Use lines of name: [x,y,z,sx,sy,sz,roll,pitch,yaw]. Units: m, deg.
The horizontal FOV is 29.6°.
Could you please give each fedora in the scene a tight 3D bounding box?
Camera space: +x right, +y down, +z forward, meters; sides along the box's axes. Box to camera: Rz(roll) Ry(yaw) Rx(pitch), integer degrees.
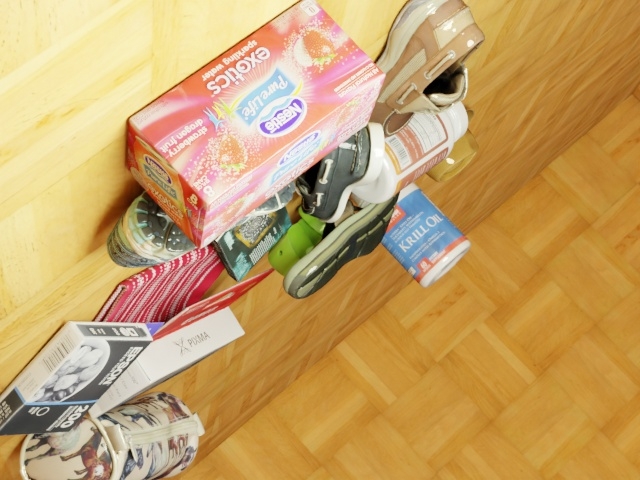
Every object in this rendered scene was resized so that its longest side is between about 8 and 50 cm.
fedora: [0.252,-0.174,2.390,0.194,0.079,0.194,-42,169,-10]

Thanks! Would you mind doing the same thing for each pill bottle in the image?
pill bottle: [0.134,-0.157,1.925,0.216,0.121,0.121,-35,167,-35]
pill bottle: [0.161,-0.031,2.235,0.124,0.221,0.124,-42,169,-10]

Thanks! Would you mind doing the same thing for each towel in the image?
towel: [-0.236,0.084,1.777,0.275,0.031,0.199,-28,161,-53]

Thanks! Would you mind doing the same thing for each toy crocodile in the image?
toy crocodile: [0.000,0.000,2.091,0.115,0.105,0.340,-46,169,16]

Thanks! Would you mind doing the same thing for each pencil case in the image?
pencil case: [-0.338,0.351,2.064,0.184,0.159,0.410,-11,175,14]

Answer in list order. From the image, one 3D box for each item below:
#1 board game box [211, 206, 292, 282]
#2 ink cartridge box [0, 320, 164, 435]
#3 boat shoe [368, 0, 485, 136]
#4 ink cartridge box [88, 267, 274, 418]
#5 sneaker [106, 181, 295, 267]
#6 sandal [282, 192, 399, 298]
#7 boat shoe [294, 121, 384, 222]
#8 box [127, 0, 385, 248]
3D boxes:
board game box: [-0.102,-0.018,1.774,0.126,0.026,0.186,-47,162,-12]
ink cartridge box: [-0.332,0.192,1.688,0.206,0.045,0.208,-46,157,19]
boat shoe: [0.142,-0.225,1.699,0.123,0.116,0.324,-38,168,-22]
ink cartridge box: [-0.210,0.160,1.928,0.261,0.066,0.296,-34,175,28]
sneaker: [-0.149,-0.047,1.466,0.122,0.110,0.283,-29,179,43]
sandal: [0.033,-0.018,1.930,0.303,0.086,0.120,-36,154,-41]
boat shoe: [0.007,-0.105,1.768,0.091,0.114,0.302,4,160,-15]
box: [-0.070,-0.127,1.297,0.257,0.128,0.122,-38,168,-22]
